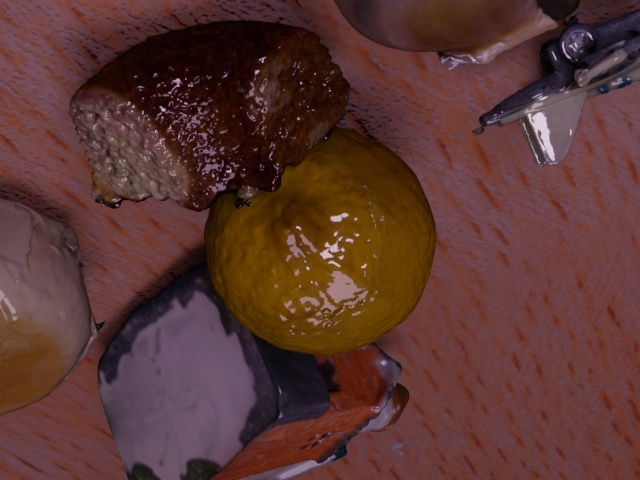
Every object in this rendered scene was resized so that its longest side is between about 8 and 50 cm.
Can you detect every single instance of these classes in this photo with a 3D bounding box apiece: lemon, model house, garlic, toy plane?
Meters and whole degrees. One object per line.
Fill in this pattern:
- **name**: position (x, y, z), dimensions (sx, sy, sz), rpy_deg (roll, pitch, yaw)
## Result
- **lemon**: position (0.000, 0.000, 1.182), dimensions (0.192, 0.192, 0.231), rpy_deg (-12, 177, 7)
- **model house**: position (-0.037, 0.144, 1.473), dimensions (0.300, 0.190, 0.271), rpy_deg (-1, 148, -41)
- **garlic**: position (0.074, -0.205, 0.922), dimensions (0.148, 0.129, 0.266), rpy_deg (-29, 167, -6)
- **toy plane**: position (0.238, -0.150, 1.103), dimensions (0.262, 0.088, 0.192), rpy_deg (-33, -178, -3)

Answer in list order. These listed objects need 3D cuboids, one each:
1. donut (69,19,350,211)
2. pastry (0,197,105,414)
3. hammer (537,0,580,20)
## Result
- **donut**: position (-0.094, -0.102, 1.088), dimensions (0.186, 0.144, 0.126), rpy_deg (10, 149, 26)
- **pastry**: position (-0.326, 0.062, 1.272), dimensions (0.264, 0.133, 0.265), rpy_deg (-7, 148, -4)
- **hammer**: position (0.134, -0.286, 0.895), dimensions (0.168, 0.044, 0.440), rpy_deg (-13, 148, 7)
